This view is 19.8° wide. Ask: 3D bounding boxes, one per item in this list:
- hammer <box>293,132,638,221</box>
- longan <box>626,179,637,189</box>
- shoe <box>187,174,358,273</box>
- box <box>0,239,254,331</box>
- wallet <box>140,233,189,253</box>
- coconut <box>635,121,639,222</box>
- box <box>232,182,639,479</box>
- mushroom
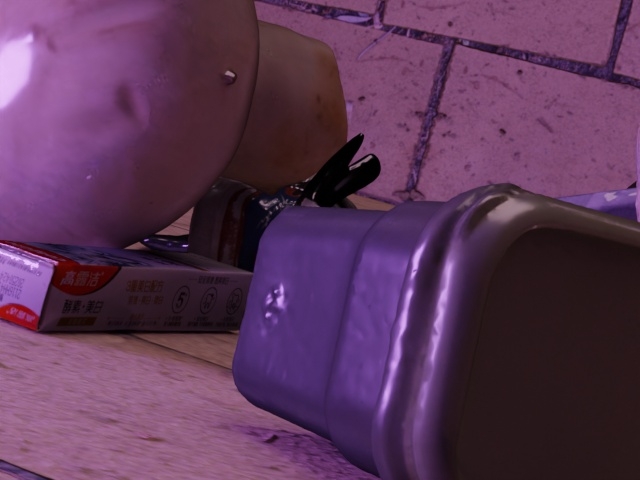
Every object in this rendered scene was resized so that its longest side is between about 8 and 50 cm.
[{"bbox_3d":[0.186,-0.012,1.067,0.427,0.152,0.044,-5,-41,10],"label":"hammer"},{"bbox_3d":[0.300,0.030,1.188,0.246,0.215,0.246,2,21,-1],"label":"longan"},{"bbox_3d":[0.000,0.001,1.334,0.125,0.099,0.227,7,6,27],"label":"shoe"},{"bbox_3d":[-0.114,0.027,1.040,0.055,0.039,0.218,18,5,25],"label":"box"},{"bbox_3d":[0.027,0.023,1.572,0.323,0.041,0.247,11,3,10],"label":"wallet"},{"bbox_3d":[0.278,-0.023,0.925,0.222,0.202,0.202,48,9,7],"label":"coconut"},{"bbox_3d":[0.095,0.057,0.811,0.274,0.138,0.178,14,-3,-37],"label":"box"},{"bbox_3d":[-0.127,-0.099,1.177,0.292,0.292,0.290,18,-6,44],"label":"mushroom"}]
